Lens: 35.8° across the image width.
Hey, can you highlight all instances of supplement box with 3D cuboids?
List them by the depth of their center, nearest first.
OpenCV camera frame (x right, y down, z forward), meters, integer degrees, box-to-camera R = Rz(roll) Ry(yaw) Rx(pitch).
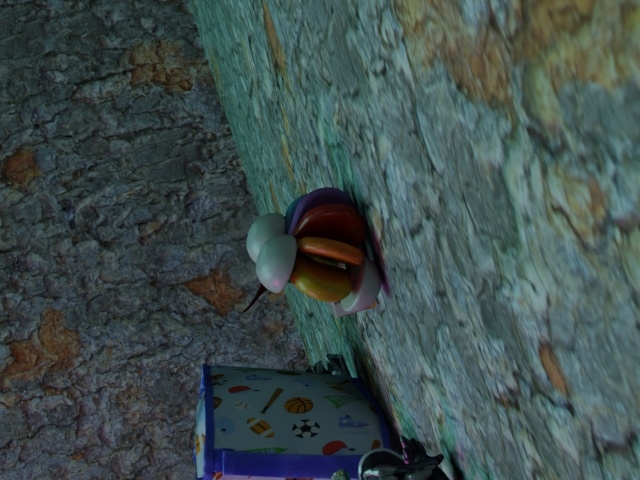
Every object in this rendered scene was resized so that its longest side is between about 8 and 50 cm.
[{"bbox_3d":[0.041,0.081,1.409,0.098,0.062,0.036,-170,64,-82],"label":"supplement box"}]

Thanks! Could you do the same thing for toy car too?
[{"bbox_3d":[0.000,0.000,1.274,0.182,0.159,0.136,-120,48,-65],"label":"toy car"}]

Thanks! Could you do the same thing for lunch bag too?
[{"bbox_3d":[-0.063,0.366,1.768,0.385,0.328,0.238,-171,85,-80],"label":"lunch bag"}]

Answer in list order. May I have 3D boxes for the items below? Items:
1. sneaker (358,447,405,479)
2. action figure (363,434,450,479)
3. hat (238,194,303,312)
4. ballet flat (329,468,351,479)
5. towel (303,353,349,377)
[{"bbox_3d":[0.127,0.403,1.342,0.268,0.101,0.153,64,180,16],"label":"sneaker"},{"bbox_3d":[0.112,0.318,1.118,0.276,0.141,0.164,177,73,-80],"label":"action figure"},{"bbox_3d":[-0.085,0.041,1.830,0.173,0.184,0.208,-127,20,-71],"label":"hat"},{"bbox_3d":[0.036,0.422,1.403,0.241,0.077,0.091,-117,19,-53],"label":"ballet flat"},{"bbox_3d":[0.038,0.416,2.146,0.235,0.121,0.283,82,168,-56],"label":"towel"}]
